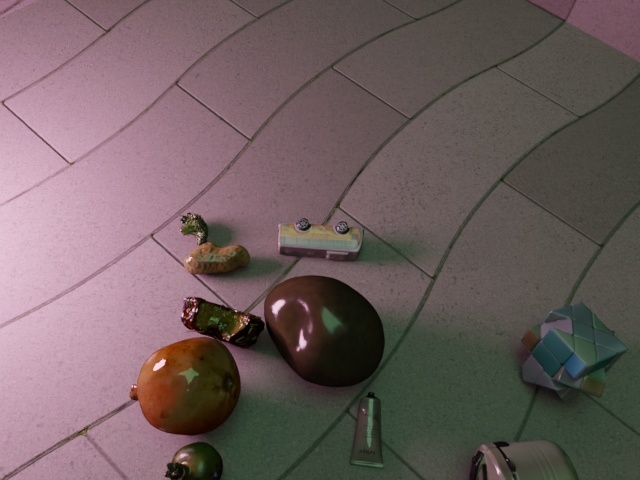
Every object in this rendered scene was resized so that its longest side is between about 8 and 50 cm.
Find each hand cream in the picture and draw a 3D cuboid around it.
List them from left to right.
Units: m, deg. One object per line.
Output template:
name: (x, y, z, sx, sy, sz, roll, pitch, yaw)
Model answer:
hand cream: (0.127, 0.492, 1.503, 0.087, 0.054, 0.186, 5, 64, 2)

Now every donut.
donut: (-0.270, 0.223, 1.543, 0.230, 0.216, 0.095, 20, 76, -15)

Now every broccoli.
broccoli: (-0.390, -0.033, 1.767, 0.092, 0.096, 0.095, -23, 23, -32)

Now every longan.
longan: (0.009, 0.230, 1.524, 0.350, 0.288, 0.288, 37, 61, 22)

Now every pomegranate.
pomegranate: (-0.341, 0.361, 1.419, 0.271, 0.252, 0.228, -12, 95, 17)
pomegranate: (-0.297, 0.547, 1.360, 0.130, 0.159, 0.129, 0, 83, -2)

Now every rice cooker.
rice cooker: (0.475, 0.593, 1.371, 0.244, 0.226, 0.226, -3, 58, -11)

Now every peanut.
peanut: (-0.310, 0.053, 1.714, 0.194, 0.083, 0.093, -8, 60, -10)

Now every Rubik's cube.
Rubik's cube: (0.686, 0.321, 1.582, 0.225, 0.212, 0.265, -9, 47, -28)

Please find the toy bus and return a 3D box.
toy bus: (0.000, 0.000, 1.780, 0.268, 0.092, 0.106, 5, 66, -3)
